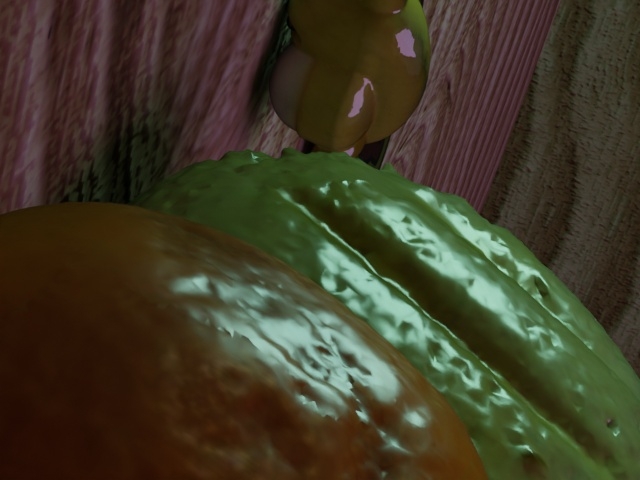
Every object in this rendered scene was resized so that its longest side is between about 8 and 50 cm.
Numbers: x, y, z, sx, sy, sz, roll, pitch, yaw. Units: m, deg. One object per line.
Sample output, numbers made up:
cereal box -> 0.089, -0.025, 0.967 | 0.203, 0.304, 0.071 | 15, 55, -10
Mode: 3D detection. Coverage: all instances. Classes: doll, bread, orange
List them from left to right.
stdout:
orange -> -0.074, 0.118, 0.598 | 0.261, 0.261, 0.261 | 23, 90, -82
bread -> 0.015, 0.110, 0.895 | 0.320, 0.320, 0.237 | -61, -178, -37
doll -> 0.028, -0.145, 1.076 | 0.117, 0.086, 0.291 | -56, 165, -36

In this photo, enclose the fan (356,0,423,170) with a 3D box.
fan -> 0.033, -0.083, 1.424 | 0.229, 0.011, 0.335 | 52, 53, -77
